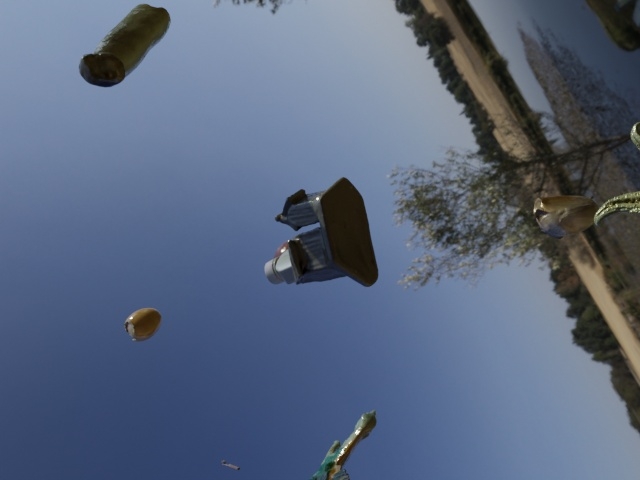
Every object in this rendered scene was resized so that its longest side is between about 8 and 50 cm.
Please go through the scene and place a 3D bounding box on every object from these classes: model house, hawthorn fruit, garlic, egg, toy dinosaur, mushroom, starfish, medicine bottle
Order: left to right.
[{"bbox_3d":[-0.441,-0.450,1.056,0.099,0.081,0.312,15,-131,-2],"label":"mushroom"},{"bbox_3d":[-0.459,0.217,1.198,0.096,0.080,0.080,-25,-98,-43],"label":"egg"},{"bbox_3d":[-0.083,0.073,1.482,0.149,0.149,0.189,51,-170,-12],"label":"hawthorn fruit"},{"bbox_3d":[-0.053,0.052,1.150,0.069,0.183,0.119,55,-148,-20],"label":"medicine bottle"},{"bbox_3d":[-0.010,0.206,0.341,0.044,0.106,0.187,45,-146,16],"label":"toy dinosaur"},{"bbox_3d":[0.000,0.000,0.953,0.122,0.188,0.230,-15,-89,-54],"label":"model house"},{"bbox_3d":[0.469,-0.054,0.850,0.066,0.152,0.084,98,164,-59],"label":"garlic"},{"bbox_3d":[0.440,-0.064,0.550,0.050,0.217,0.224,6,-126,-25],"label":"starfish"}]

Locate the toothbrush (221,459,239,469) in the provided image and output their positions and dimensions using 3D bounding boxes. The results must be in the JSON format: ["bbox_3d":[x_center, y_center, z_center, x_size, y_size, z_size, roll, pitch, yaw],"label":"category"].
[{"bbox_3d":[-0.167,0.417,0.852,0.006,0.097,0.008,-22,-95,-33],"label":"toothbrush"}]
